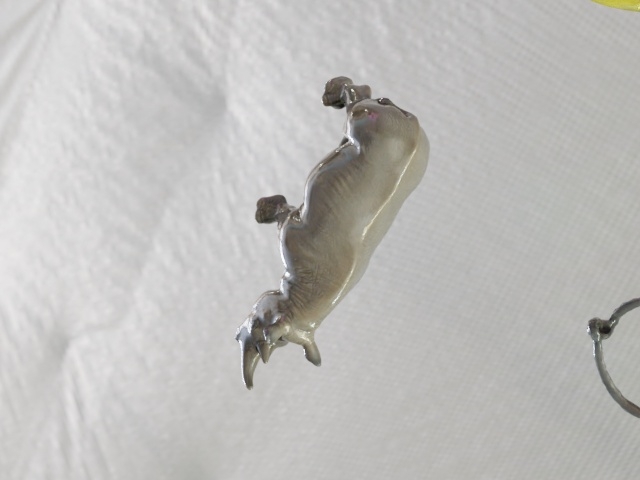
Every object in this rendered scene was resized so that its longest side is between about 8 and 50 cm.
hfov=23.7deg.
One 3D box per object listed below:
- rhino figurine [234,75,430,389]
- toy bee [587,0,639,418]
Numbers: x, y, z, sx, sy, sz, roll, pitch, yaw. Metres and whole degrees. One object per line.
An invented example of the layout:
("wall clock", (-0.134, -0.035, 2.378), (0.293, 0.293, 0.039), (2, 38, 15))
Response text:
("rhino figurine", (0.000, 0.000, 1.124), (0.106, 0.073, 0.243), (24, -95, 52))
("toy bee", (0.197, -0.052, 0.617), (0.195, 0.162, 0.298), (-4, -82, 11))
